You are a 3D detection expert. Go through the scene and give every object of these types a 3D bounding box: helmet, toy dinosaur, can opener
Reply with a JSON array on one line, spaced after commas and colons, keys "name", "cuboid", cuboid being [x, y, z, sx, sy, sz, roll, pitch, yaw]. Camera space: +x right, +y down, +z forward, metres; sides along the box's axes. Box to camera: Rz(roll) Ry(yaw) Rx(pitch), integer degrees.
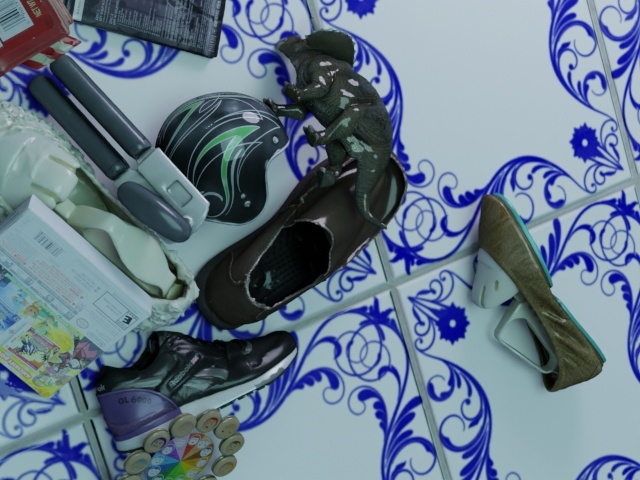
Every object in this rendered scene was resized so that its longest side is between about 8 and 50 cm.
[{"name": "helmet", "cuboid": [-0.129, -0.113, 1.911, 0.169, 0.169, 0.162, 5, 104, -31]}, {"name": "toy dinosaur", "cuboid": [0.031, -0.168, 1.961, 0.160, 0.121, 0.313, -29, 77, -29]}, {"name": "can opener", "cuboid": [-0.251, -0.112, 1.818, 0.076, 0.095, 0.283, -43, 88, 4]}]

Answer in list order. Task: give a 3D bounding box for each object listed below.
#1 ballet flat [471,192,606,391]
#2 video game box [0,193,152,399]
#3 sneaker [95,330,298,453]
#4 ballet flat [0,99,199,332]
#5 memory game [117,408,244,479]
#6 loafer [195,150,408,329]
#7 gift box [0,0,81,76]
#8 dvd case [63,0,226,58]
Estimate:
[{"name": "ballet flat", "cuboid": [0.302, 0.094, 2.212, 0.124, 0.116, 0.342, -36, 112, -6]}, {"name": "video game box", "cuboid": [-0.340, 0.072, 1.793, 0.187, 0.048, 0.205, -39, 114, 15]}, {"name": "sneaker", "cuboid": [-0.160, 0.161, 1.928, 0.283, 0.107, 0.124, -27, 98, -28]}, {"name": "ballet flat", "cuboid": [-0.301, -0.041, 1.827, 0.409, 0.147, 0.147, 42, 70, -23]}, {"name": "memory game", "cuboid": [-0.178, 0.289, 1.904, 0.186, 0.012, 0.186, -22, 137, -22]}, {"name": "loafer", "cuboid": [0.000, 0.000, 2.004, 0.366, 0.130, 0.134, -43, 110, -24]}, {"name": "gift box", "cuboid": [-0.411, -0.284, 1.677, 0.276, 0.258, 0.255, -26, 106, -5]}, {"name": "dvd case", "cuboid": [-0.223, -0.344, 1.938, 0.221, 0.018, 0.165, 12, 85, -31]}]
